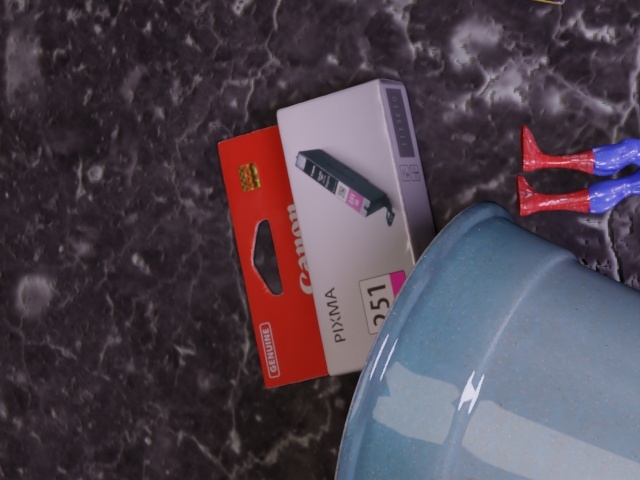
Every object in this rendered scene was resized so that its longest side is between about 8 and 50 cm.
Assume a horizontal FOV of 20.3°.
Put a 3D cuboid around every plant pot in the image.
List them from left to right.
[{"bbox_3d":[0.235,0.182,1.500,0.334,0.341,0.341,21,103,23],"label":"plant pot"}]

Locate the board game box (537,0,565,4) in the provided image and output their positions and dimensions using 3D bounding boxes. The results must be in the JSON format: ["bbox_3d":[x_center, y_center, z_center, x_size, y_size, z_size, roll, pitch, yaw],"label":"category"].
[{"bbox_3d":[0.177,-0.288,1.594,0.048,0.170,0.141,16,100,30],"label":"board game box"}]

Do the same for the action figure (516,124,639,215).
[{"bbox_3d":[0.310,-0.090,1.540,0.280,0.139,0.091,1,137,2],"label":"action figure"}]

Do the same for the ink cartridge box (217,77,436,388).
[{"bbox_3d":[0.000,0.000,1.788,0.239,0.060,0.275,-15,84,31],"label":"ink cartridge box"}]
